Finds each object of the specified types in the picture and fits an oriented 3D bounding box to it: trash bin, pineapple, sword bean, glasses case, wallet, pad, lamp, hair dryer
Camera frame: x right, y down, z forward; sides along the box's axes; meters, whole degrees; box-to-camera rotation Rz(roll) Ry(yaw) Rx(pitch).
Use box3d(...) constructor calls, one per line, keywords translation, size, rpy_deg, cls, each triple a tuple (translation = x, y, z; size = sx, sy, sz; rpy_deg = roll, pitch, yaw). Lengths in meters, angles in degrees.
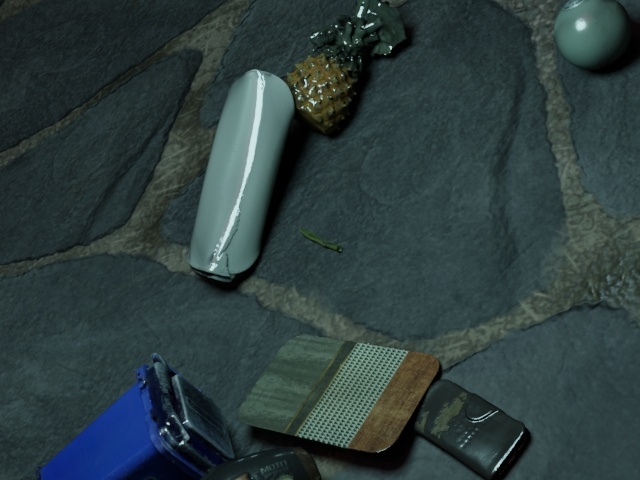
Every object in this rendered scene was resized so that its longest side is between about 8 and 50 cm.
box3d(translation=(-0.241, 0.284, 1.784), size=(0.234, 0.162, 0.184), rpy_deg=(-37, 37, 11), cls="trash bin")
box3d(translation=(0.035, -0.274, 2.072), size=(0.111, 0.119, 0.237), rpy_deg=(19, 72, 49), cls="pineapple")
box3d(translation=(0.000, 0.000, 1.949), size=(0.083, 0.012, 0.012), rpy_deg=(26, 73, 42), cls="sword bean")
box3d(translation=(-0.118, -0.089, 2.019), size=(0.128, 0.083, 0.308), rpy_deg=(4, 79, 59), cls="glasses case")
box3d(translation=(0.176, 0.224, 1.652), size=(0.082, 0.018, 0.156), rpy_deg=(-49, 44, -10), cls="wallet")
box3d(translation=(-0.027, 0.223, 1.701), size=(0.250, 0.055, 0.323), rpy_deg=(6, 28, 36), cls="pad")
box3d(translation=(0.367, -0.283, 1.861), size=(0.105, 0.105, 0.105), rpy_deg=(-18, 48, 21), cls="lamp")
box3d(translation=(-0.073, 0.417, 1.588), size=(0.303, 0.120, 0.359), rpy_deg=(-27, 54, -21), cls="hair dryer")
